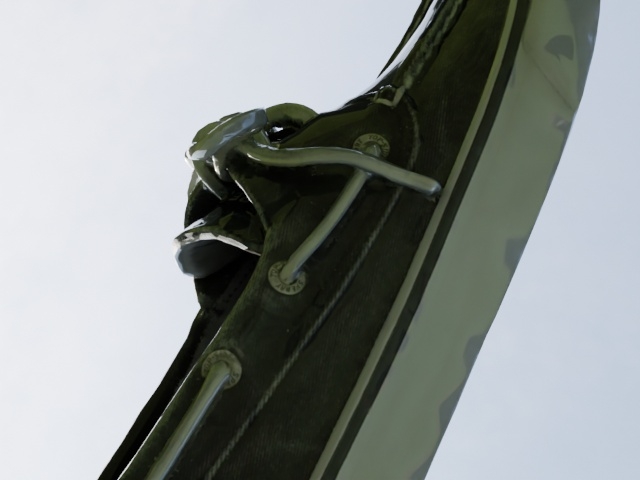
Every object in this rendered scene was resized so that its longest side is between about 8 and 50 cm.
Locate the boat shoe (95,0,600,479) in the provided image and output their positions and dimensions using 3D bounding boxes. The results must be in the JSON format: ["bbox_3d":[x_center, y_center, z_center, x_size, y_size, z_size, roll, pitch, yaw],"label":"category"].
[{"bbox_3d":[-0.001,0.002,0.529,0.306,0.105,0.113,-65,-172,-20],"label":"boat shoe"}]
